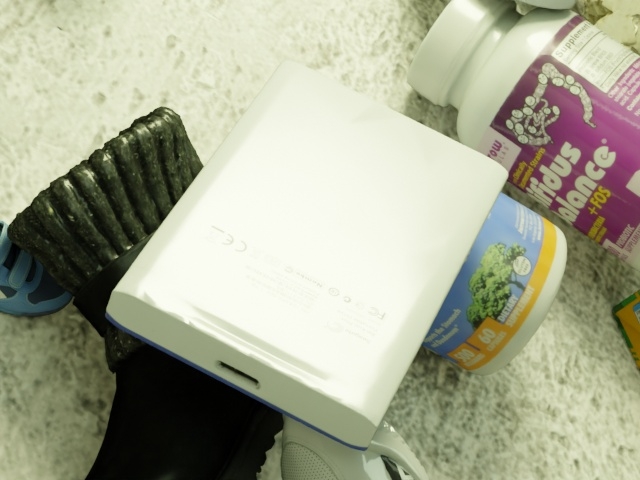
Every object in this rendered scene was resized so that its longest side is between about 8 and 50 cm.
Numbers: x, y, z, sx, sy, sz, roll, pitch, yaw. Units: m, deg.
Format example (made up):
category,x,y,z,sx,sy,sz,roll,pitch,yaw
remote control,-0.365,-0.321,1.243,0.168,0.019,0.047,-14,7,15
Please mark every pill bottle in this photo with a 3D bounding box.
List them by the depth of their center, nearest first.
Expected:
category,x,y,z,sx,sy,sz,roll,pitch,yaw
pill bottle,0.064,-0.008,1.614,0.272,0.152,0.152,29,53,-13
pill bottle,0.237,-0.115,1.751,0.301,0.169,0.169,35,50,10

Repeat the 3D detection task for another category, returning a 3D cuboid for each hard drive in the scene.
category,x,y,z,sx,sy,sz,roll,pitch,yaw
hard drive,0.000,0.000,1.422,0.210,0.040,0.319,27,43,5

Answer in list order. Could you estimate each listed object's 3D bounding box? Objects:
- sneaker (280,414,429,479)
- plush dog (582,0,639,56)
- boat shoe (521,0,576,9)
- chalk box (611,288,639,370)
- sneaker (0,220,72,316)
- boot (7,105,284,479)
category,x,y,z,sx,sy,sz,roll,pitch,yaw
sneaker,-0.009,0.299,1.348,0.210,0.137,0.366,-18,99,-36
plush dog,0.353,-0.245,1.916,0.225,0.210,0.262,9,56,-53
boat shoe,0.157,-0.339,1.793,0.121,0.119,0.335,4,32,-31
chalk box,0.464,0.081,1.781,0.289,0.180,0.179,-12,71,-36
sneaker,-0.259,0.015,1.473,0.144,0.059,0.053,23,52,-18
boot,-0.150,0.078,1.423,0.260,0.131,0.348,54,39,-15
